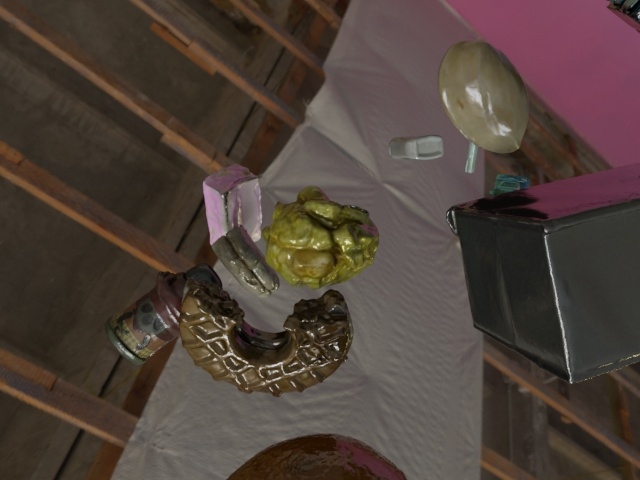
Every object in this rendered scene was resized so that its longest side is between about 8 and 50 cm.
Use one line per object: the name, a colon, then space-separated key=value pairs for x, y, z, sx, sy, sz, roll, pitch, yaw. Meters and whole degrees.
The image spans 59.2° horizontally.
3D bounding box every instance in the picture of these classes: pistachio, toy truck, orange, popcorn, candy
pistachio: x=0.319 y=-0.278 z=1.097 sx=0.237 sy=0.153 sz=0.137 roll=53 pitch=-171 yaw=-13
toy truck: x=0.373 y=-0.048 z=1.115 sx=0.081 sy=0.067 sz=0.175 roll=-61 pitch=-32 yaw=-27
orange: x=-0.019 y=0.470 z=0.861 sx=0.357 sy=0.322 sz=0.322 roll=-17 pitch=-104 yaw=-33
popcorn: x=0.000 y=0.000 z=1.214 sx=0.252 sy=0.215 sz=0.286 roll=21 pitch=-174 yaw=25
candy: x=-0.273 y=-0.092 z=1.795 sx=0.116 sy=0.265 sz=0.155 roll=27 pitch=-135 yaw=30

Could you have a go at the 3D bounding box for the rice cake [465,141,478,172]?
rice cake: x=0.343 y=-0.210 z=1.266 sx=0.022 sy=0.022 sz=0.121 roll=-32 pitch=-48 yaw=-46

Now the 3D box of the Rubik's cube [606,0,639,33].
Rubik's cube: x=0.866 y=-0.555 z=1.256 sx=0.294 sy=0.288 sz=0.283 roll=33 pitch=-149 yaw=-5

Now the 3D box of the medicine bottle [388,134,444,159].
medicine bottle: x=0.261 y=-0.263 z=1.596 sx=0.119 sy=0.183 sz=0.069 roll=-11 pitch=-77 yaw=-19

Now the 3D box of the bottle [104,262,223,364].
bottle: x=-0.355 y=0.152 z=1.304 sx=0.143 sy=0.271 sz=0.156 roll=46 pitch=172 yaw=50

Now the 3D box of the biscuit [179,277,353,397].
biscuit: x=-0.117 y=0.210 z=1.194 sx=0.367 sy=0.268 sz=0.115 roll=10 pitch=-146 yaw=1

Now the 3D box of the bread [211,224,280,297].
bread: x=-0.194 y=0.074 z=1.567 sx=0.183 sy=0.102 sz=0.337 roll=55 pitch=176 yaw=10

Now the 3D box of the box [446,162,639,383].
box: x=0.396 y=0.023 z=0.787 sx=0.346 sy=0.251 sz=0.204 roll=-13 pitch=-80 yaw=-11
